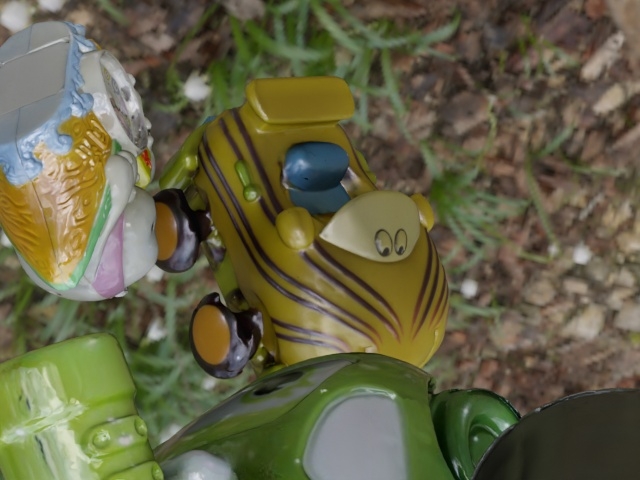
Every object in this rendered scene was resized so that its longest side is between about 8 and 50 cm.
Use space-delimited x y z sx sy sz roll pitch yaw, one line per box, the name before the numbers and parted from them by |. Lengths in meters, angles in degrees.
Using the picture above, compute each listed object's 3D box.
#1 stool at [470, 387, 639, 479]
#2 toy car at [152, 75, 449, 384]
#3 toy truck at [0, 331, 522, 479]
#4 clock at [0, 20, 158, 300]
stool | 0.080 0.093 0.349 0.096 0.110 0.096 2 99 11
toy car | 0.000 0.000 0.945 0.142 0.200 0.248 -44 67 41
toy truck | -0.024 0.130 0.483 0.148 0.187 0.210 -25 156 36
clock | -0.161 -0.048 0.883 0.103 0.231 0.144 -20 128 12
